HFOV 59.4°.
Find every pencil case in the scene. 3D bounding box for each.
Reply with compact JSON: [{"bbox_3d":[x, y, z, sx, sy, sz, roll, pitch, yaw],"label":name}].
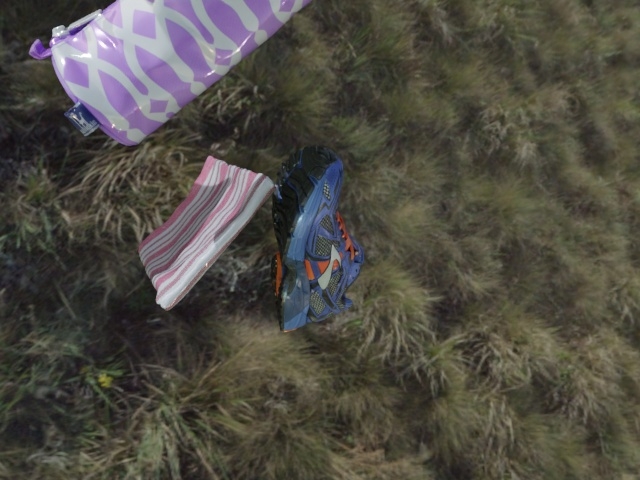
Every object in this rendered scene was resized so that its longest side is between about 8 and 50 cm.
[{"bbox_3d":[-0.081,-0.152,0.365,0.088,0.206,0.086,51,3,-28],"label":"pencil case"}]

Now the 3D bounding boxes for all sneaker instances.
[{"bbox_3d":[0.000,0.000,0.533,0.087,0.221,0.083,-7,50,-13],"label":"sneaker"}]

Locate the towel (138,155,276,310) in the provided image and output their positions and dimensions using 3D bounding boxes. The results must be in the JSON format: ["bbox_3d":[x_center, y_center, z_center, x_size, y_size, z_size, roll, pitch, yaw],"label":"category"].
[{"bbox_3d":[-0.124,-0.018,0.554,0.029,0.197,0.144,41,85,-25],"label":"towel"}]
